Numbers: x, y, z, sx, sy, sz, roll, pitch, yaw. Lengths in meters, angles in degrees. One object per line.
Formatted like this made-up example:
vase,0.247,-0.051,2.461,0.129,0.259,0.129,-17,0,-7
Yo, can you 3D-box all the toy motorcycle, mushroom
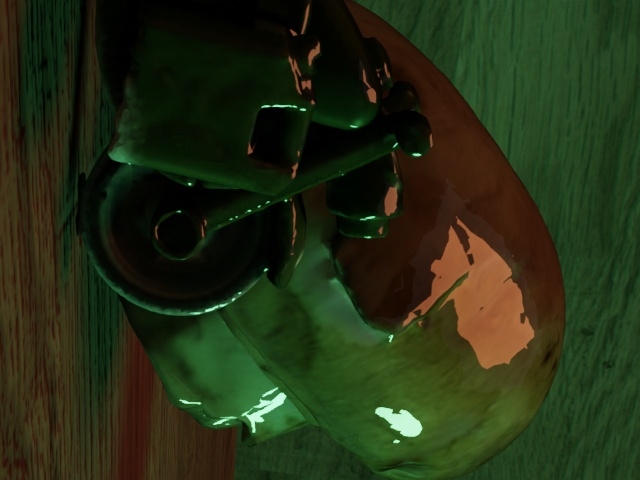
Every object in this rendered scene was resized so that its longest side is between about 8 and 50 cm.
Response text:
toy motorcycle,-0.021,-0.093,0.615,0.205,0.127,0.275,-97,-171,-75
mushroom,0.000,0.000,0.846,0.255,0.184,0.255,64,1,-3
